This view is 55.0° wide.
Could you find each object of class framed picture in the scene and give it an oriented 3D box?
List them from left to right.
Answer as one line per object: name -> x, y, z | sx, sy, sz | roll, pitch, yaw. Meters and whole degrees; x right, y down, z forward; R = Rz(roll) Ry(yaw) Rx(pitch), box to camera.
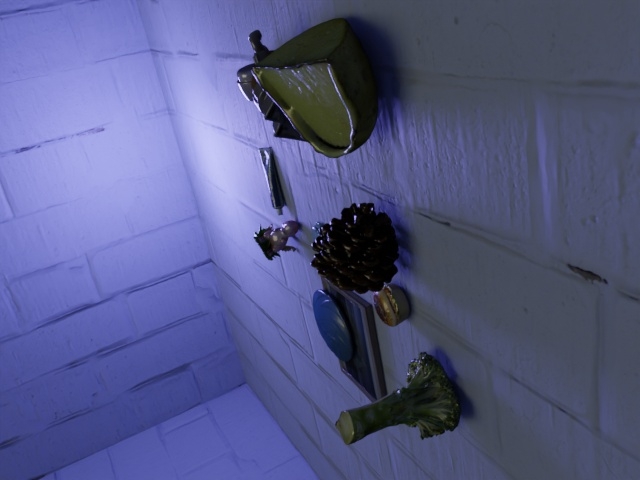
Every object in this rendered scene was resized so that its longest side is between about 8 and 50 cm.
framed picture -> 0.120, 0.362, 2.198 | 0.326, 0.028, 0.445 | 32, 138, 58

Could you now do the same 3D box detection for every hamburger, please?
hamburger -> 0.198, 0.185, 1.769 | 0.126, 0.082, 0.141 | 68, 160, 3

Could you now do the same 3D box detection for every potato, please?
potato -> 0.043, -0.370, 1.512 | 0.330, 0.213, 0.280 | 14, 142, 53

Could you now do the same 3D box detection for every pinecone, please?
pinecone -> 0.105, 0.029, 1.660 | 0.257, 0.244, 0.243 | -46, 66, 45

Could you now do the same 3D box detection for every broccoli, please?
broccoli -> 0.212, 0.435, 1.630 | 0.252, 0.362, 0.221 | -33, 68, 30

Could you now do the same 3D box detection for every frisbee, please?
frisbee -> 0.031, 0.319, 2.268 | 0.289, 0.049, 0.289 | 51, 153, 39

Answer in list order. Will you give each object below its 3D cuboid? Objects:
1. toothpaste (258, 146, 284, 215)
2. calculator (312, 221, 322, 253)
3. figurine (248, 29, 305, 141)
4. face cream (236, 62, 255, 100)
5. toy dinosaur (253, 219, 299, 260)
toothpaste -> -0.182, -0.225, 2.352 | 0.069, 0.047, 0.268 | -139, 36, -73
calculator -> 0.000, 0.000, 2.152 | 0.095, 0.021, 0.152 | 44, 151, 47
figurine -> -0.116, -0.438, 1.774 | 0.342, 0.167, 0.284 | 91, 164, -47
face cream -> -0.217, -0.529, 2.047 | 0.117, 0.117, 0.104 | 36, 149, 54
toy dinosaur -> -0.162, -0.029, 2.378 | 0.152, 0.177, 0.194 | 59, -174, 13
